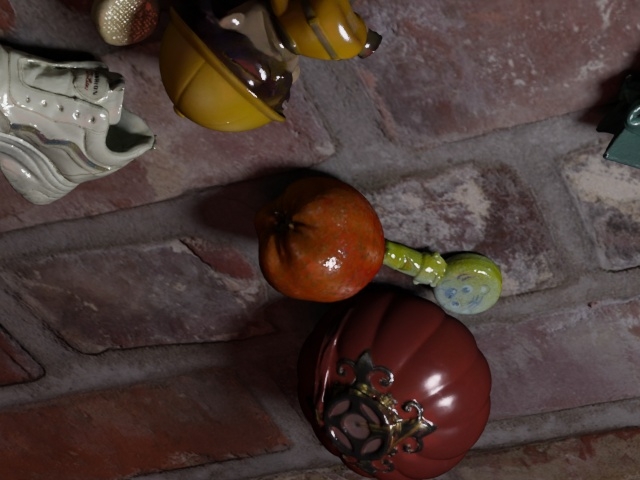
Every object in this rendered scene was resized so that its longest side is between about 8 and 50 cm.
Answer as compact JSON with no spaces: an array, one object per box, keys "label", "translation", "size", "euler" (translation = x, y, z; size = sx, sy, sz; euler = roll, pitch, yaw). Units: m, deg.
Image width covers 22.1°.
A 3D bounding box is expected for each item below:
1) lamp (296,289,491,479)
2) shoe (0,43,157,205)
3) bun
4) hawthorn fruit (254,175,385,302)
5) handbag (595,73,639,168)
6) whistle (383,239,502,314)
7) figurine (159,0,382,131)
[{"label":"lamp","translation":[0.109,0.221,2.462],"size":[0.303,0.257,0.303],"euler":[14,121,24]},{"label":"shoe","translation":[-0.342,-0.181,2.033],"size":[0.211,0.132,0.342],"euler":[-16,145,18]},{"label":"bun","translation":[-0.233,-0.276,1.943],"size":[0.086,0.055,0.086],"euler":[-12,129,-15]},{"label":"hawthorn fruit","translation":[0.000,0.000,2.240],"size":[0.189,0.189,0.189],"euler":[1,145,1]},{"label":"handbag","translation":[0.519,-0.184,2.015],"size":[0.238,0.089,0.326],"euler":[16,144,-19]},{"label":"whistle","translation":[0.174,0.045,2.399],"size":[0.198,0.057,0.104],"euler":[22,131,-15]},{"label":"figurine","translation":[-0.071,-0.225,1.917],"size":[0.257,0.167,0.192],"euler":[-23,125,28]}]
